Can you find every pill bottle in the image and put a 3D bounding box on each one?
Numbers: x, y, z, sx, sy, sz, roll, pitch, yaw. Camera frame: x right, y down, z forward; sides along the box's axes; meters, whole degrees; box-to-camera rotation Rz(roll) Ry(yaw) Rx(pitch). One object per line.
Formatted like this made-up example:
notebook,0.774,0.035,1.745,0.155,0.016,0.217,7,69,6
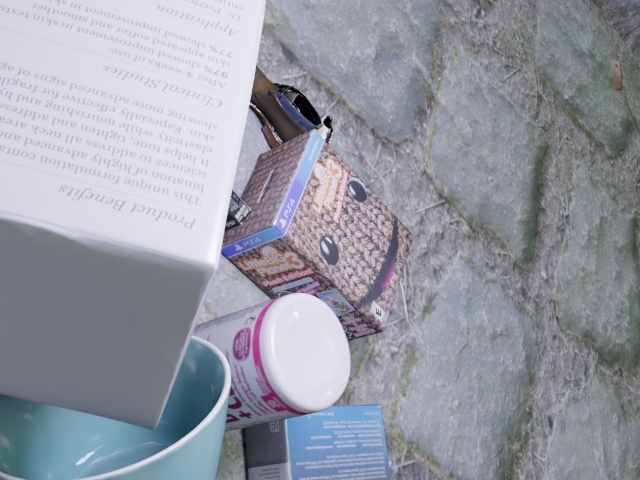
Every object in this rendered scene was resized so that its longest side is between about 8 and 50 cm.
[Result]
pill bottle,-0.111,0.181,1.303,0.160,0.283,0.160,22,59,-41

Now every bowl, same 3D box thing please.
bowl,-0.248,0.259,1.146,0.311,0.311,0.163,-42,130,-48

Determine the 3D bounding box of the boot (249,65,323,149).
boot,-0.080,-0.269,1.663,0.219,0.106,0.082,58,41,-13

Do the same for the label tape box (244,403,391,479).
label tape box,0.008,0.432,1.468,0.240,0.106,0.334,11,67,-46

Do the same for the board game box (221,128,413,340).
board game box,0.000,0.000,1.614,0.291,0.141,0.232,44,46,-27

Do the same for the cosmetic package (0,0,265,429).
cosmetic package,-0.271,-0.070,1.011,0.329,0.327,0.394,15,50,-10

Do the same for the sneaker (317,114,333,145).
sneaker,0.003,-0.192,1.775,0.040,0.043,0.109,16,64,-46

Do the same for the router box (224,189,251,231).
router box,-0.181,-0.053,1.449,0.092,0.122,0.038,48,49,-23
